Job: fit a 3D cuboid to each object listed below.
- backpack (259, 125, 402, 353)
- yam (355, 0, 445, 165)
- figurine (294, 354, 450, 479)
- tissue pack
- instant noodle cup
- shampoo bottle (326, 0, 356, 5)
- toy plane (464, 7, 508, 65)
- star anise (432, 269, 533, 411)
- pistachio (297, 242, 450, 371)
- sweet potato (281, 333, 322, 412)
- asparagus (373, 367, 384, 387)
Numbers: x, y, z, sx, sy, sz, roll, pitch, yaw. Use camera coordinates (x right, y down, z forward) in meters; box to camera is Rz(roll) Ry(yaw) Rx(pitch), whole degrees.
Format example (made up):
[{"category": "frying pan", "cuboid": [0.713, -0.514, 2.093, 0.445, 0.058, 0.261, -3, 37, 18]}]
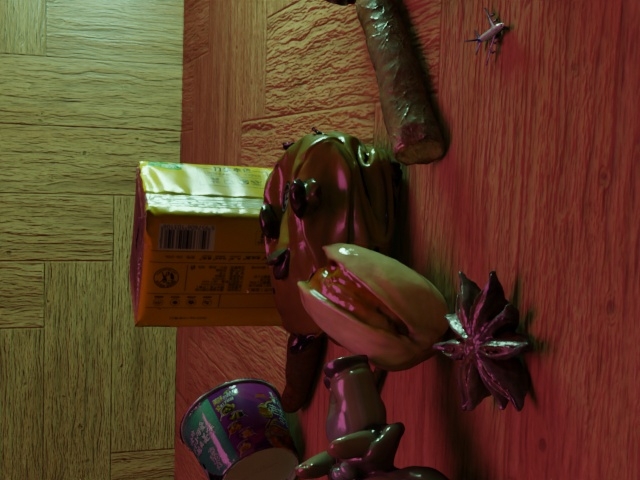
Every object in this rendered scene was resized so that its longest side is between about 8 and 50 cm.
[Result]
[{"category": "backpack", "cuboid": [0.007, 0.000, 1.525, 0.353, 0.201, 0.378, 152, 117, -71]}, {"category": "yam", "cuboid": [0.116, -0.268, 1.398, 0.081, 0.081, 0.357, 114, 151, -50]}, {"category": "figurine", "cuboid": [0.093, 0.345, 1.207, 0.248, 0.203, 0.381, -46, 59, 51]}, {"category": "tissue pack", "cuboid": [-0.183, 0.012, 1.807, 0.228, 0.381, 0.293, -112, 28, -55]}, {"category": "instant noodle cup", "cuboid": [-0.168, 0.462, 2.001, 0.190, 0.251, 0.251, 55, 142, 46]}, {"category": "shampoo bottle", "cuboid": [0.066, -0.564, 1.538, 0.129, 0.084, 0.323, -107, 24, -46]}, {"category": "toy plane", "cuboid": [0.219, -0.268, 1.164, 0.084, 0.024, 0.078, 171, 100, -65]}, {"category": "star anise", "cuboid": [0.212, 0.136, 1.125, 0.182, 0.065, 0.195, -125, 43, -52]}, {"category": "pistachio", "cuboid": [0.077, 0.093, 1.309, 0.229, 0.157, 0.157, 32, 133, 17]}, {"category": "sweet potato", "cuboid": [-0.043, 0.276, 1.871, 0.075, 0.075, 0.273, -112, 25, -48]}, {"category": "asparagus", "cuboid": [0.108, 0.186, 1.488, 0.025, 0.024, 0.249, -119, 35, -44]}]
